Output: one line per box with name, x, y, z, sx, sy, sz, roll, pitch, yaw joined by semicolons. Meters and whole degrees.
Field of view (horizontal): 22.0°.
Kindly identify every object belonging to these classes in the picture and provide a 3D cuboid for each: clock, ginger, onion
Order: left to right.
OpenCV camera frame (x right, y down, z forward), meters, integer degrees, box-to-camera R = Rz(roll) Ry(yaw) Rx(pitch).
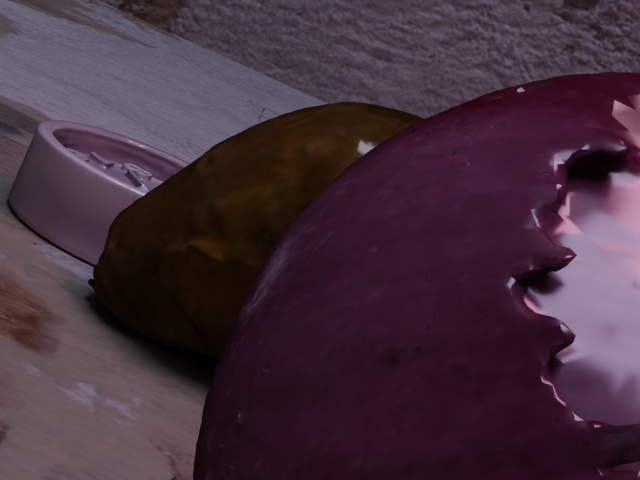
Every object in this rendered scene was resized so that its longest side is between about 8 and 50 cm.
clock;-0.147;-0.027;1.322;0.197;0.068;0.197;24;11;-5
ginger;-0.001;0.000;1.131;0.269;0.223;0.200;28;14;3
onion;0.108;0.127;0.590;0.358;0.358;0.345;22;-31;-10
